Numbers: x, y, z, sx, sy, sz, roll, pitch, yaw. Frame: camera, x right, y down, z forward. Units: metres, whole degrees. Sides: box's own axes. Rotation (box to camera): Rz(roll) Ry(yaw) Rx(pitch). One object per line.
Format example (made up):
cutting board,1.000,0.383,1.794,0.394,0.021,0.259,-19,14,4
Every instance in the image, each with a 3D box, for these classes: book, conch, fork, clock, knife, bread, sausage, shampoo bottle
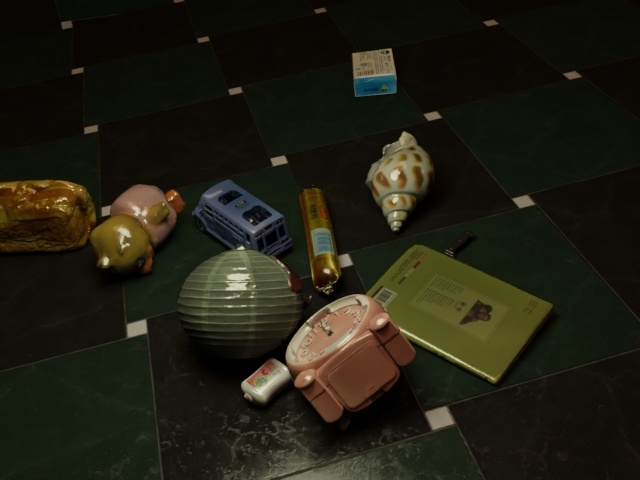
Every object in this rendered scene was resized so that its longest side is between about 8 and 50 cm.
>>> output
book,0.279,0.147,1.514,0.352,0.035,0.239,26,53,32
conch,0.205,-0.150,1.804,0.149,0.183,0.275,40,55,-9
fork,0.086,0.284,1.397,0.034,0.028,0.219,16,48,16
clock,0.047,0.215,1.379,0.227,0.142,0.241,-38,21,-3
knife,0.298,0.057,1.640,0.072,0.019,0.245,28,54,32
bread,-0.768,-0.068,1.836,0.344,0.195,0.149,-2,45,4
sausage,0.000,0.000,1.710,0.082,0.082,0.371,-9,40,-2
shampoo bottle,-0.110,0.285,1.407,0.072,0.043,0.099,27,50,37

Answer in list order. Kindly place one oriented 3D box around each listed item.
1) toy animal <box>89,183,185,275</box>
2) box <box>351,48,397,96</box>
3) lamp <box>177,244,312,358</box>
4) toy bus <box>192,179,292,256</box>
toy animal,-0.459,-0.022,1.748,0.195,0.169,0.281,-34,26,42
box,0.178,-0.561,2.363,0.139,0.073,0.194,-5,39,4
lamp,-0.160,0.125,1.463,0.265,0.233,0.233,2,40,23
toy bus,-0.207,-0.057,1.768,0.125,0.133,0.292,-33,46,-27
